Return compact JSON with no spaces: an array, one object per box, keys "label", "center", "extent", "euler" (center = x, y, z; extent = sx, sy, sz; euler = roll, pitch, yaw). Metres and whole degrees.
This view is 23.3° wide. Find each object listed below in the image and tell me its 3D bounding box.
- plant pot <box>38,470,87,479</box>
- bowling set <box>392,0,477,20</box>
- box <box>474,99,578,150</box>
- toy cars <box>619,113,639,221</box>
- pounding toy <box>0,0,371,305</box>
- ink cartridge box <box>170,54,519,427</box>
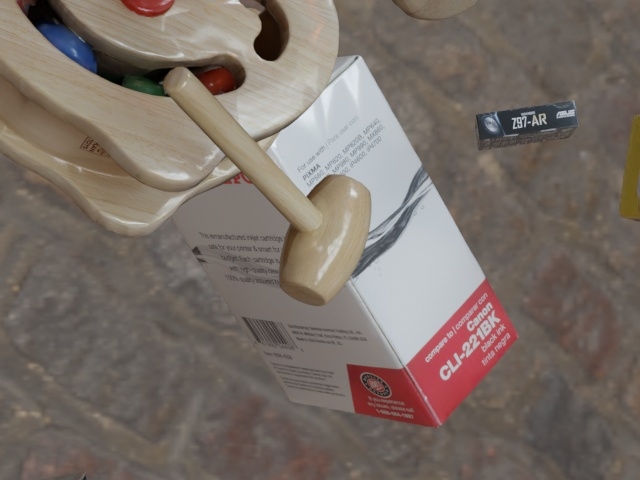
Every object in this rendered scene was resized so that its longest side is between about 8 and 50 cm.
[{"label":"plant pot","center":[-0.322,0.341,1.585],"extent":[0.167,0.188,0.187],"euler":[-3,86,-5]},{"label":"bowling set","center":[0.146,-0.183,0.540],"extent":[0.200,0.287,0.154],"euler":[24,31,-23]},{"label":"box","center":[0.140,-0.078,1.063],"extent":[0.067,0.083,0.018],"euler":[-8,88,6]},{"label":"toy cars","center":[0.290,0.020,1.013],"extent":[0.087,0.176,0.393],"euler":[8,40,-28]},{"label":"pounding toy","center":[-0.068,-0.103,0.733],"extent":[0.269,0.155,0.154],"euler":[36,60,-9]},{"label":"ink cartridge box","center":[0.000,0.000,1.207],"extent":[0.114,0.197,0.273],"euler":[-45,116,-27]}]
